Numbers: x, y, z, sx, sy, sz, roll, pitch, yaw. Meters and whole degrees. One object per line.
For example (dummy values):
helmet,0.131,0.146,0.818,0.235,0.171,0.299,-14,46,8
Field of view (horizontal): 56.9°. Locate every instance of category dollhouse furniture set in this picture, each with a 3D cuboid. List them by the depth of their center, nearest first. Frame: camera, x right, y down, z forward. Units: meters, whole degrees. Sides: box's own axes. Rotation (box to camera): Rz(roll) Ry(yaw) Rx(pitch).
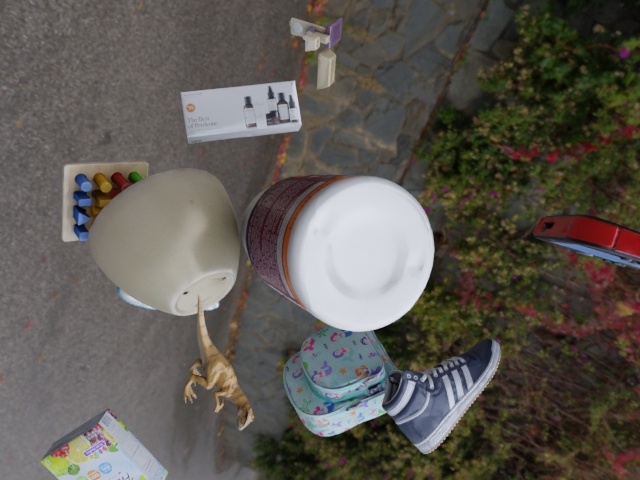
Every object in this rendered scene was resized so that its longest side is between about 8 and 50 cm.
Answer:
dollhouse furniture set,-0.025,-0.293,0.939,0.091,0.081,0.114,-52,155,-40

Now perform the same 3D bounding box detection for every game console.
game console,0.620,0.033,1.167,0.386,0.342,0.060,-16,128,-82

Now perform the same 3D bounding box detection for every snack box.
snack box,-0.471,0.497,1.297,0.175,0.207,0.070,-34,-165,16

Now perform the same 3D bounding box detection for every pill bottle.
pill bottle,0.000,0.000,0.998,0.224,0.224,0.392,-61,-159,-4

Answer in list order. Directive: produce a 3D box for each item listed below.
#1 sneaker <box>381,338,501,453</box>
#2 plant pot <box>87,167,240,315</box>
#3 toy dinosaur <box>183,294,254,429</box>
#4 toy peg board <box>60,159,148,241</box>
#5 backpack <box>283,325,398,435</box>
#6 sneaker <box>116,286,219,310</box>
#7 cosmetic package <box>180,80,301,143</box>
sneaker,0.244,0.277,1.218,0.282,0.153,0.099,-47,179,-19
plant pot,-0.264,0.030,1.127,0.284,0.191,0.284,-31,156,-15
toy dinosaur,-0.169,0.196,0.929,0.112,0.211,0.064,-29,177,21
toy peg board,-0.408,-0.065,1.148,0.161,0.079,0.161,-8,122,-37
backpack,0.042,0.318,1.373,0.254,0.225,0.191,-28,133,-2
sneaker,-0.335,0.101,1.319,0.087,0.229,0.092,27,-69,59
cosmetic package,-0.166,-0.270,1.241,0.060,0.239,0.098,150,-70,-80
